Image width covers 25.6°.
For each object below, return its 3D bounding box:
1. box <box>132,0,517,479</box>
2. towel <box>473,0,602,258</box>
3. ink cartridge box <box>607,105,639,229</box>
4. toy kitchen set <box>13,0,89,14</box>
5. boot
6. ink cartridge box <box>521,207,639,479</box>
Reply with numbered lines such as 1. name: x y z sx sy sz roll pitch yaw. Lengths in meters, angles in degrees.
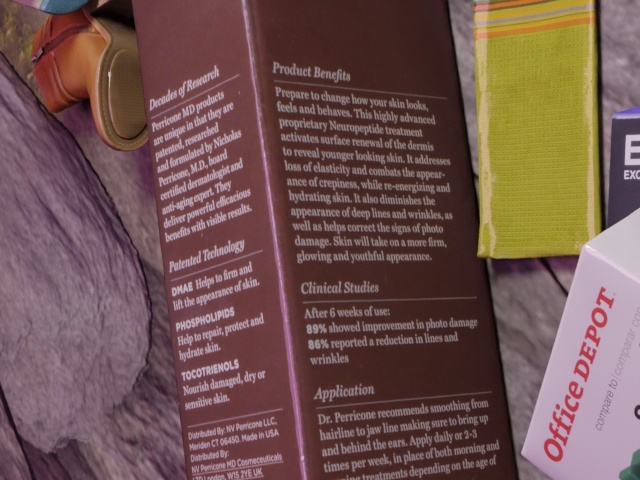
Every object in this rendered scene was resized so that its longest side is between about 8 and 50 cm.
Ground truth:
1. box: 0.000 0.000 0.960 0.143 0.191 0.381 -15 78 48
2. towel: 0.140 -0.107 0.929 0.102 0.021 0.237 -4 87 50
3. ink cartridge box: 0.252 -0.026 0.781 0.206 0.045 0.208 3 90 50
4. toy kitchen set: -0.230 -0.309 1.205 0.122 0.166 0.207 24 89 47
5. boot: -0.213 -0.148 1.300 0.152 0.073 0.197 -28 56 43
6. ink cartridge box: 0.224 0.099 0.718 0.219 0.093 0.160 35 134 32
